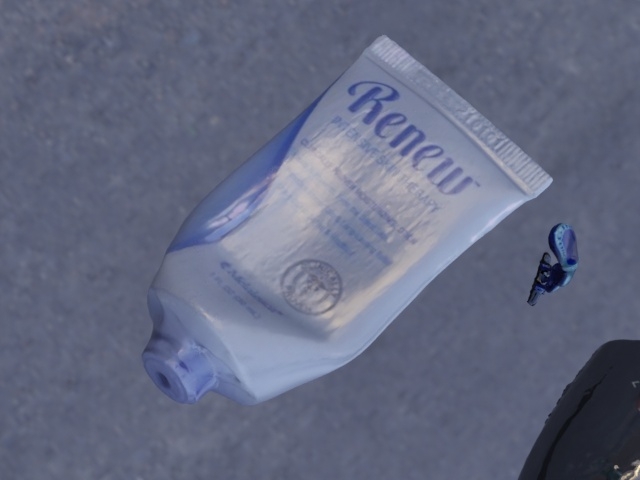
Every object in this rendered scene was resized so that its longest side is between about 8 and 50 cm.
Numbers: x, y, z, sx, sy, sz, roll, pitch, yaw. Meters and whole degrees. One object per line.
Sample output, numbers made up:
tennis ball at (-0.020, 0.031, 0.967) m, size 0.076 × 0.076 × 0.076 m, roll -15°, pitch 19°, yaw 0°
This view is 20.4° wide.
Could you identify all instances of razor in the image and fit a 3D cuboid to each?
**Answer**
razor at (0.176, 0.014, 1.311) m, size 0.154 × 0.028 × 0.044 m, roll 83°, pitch 26°, yaw -75°

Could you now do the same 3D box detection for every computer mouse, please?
computer mouse at (0.279, 0.217, 1.659) m, size 0.269 × 0.170 × 0.100 m, roll -56°, pitch 157°, yaw -17°

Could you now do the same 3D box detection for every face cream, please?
face cream at (0.000, 0.000, 1.714) m, size 0.420 × 0.235 × 0.137 m, roll -42°, pitch 161°, yaw -18°
